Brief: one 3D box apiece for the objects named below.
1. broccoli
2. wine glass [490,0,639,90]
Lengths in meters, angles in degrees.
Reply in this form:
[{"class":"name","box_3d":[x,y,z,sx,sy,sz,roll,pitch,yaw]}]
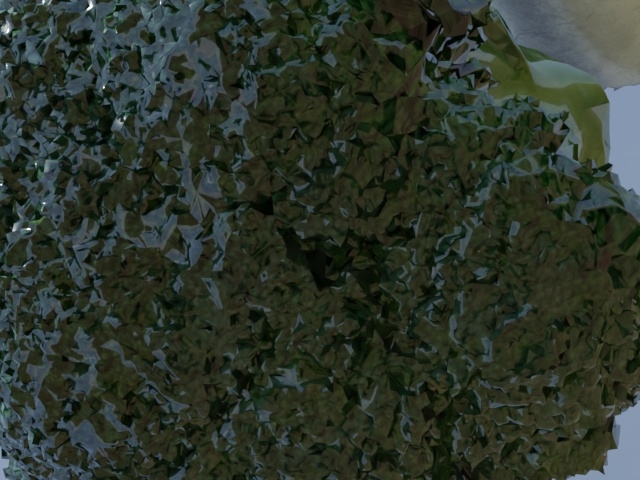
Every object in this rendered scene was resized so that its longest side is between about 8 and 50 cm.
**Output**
[{"class":"broccoli","box_3d":[0.000,0.000,0.583,0.269,0.269,0.254,-27,-100,-25]},{"class":"wine glass","box_3d":[0.165,-0.266,1.170,0.238,0.238,0.323,-35,-48,-20]}]
